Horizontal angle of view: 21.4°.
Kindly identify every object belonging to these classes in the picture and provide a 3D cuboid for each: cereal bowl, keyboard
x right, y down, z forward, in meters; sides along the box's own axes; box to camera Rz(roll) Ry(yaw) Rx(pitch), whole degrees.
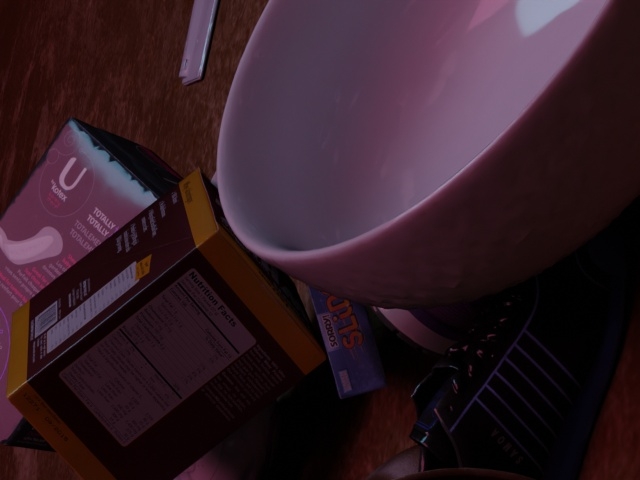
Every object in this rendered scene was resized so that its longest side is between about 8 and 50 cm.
[{"bbox_3d":[0.102,-0.103,0.933,0.339,0.141,0.339,-35,35,30],"label":"cereal bowl"},{"bbox_3d":[-0.121,-0.304,1.930,0.072,0.014,0.256,0,78,65],"label":"keyboard"}]

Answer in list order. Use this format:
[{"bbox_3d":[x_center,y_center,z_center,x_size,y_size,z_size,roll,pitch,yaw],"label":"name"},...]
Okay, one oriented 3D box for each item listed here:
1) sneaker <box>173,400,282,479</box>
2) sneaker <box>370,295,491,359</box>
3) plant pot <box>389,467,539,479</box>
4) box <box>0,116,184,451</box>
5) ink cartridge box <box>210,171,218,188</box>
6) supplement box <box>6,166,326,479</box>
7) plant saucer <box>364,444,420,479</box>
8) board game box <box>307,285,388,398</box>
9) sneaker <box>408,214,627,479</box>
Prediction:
[{"bbox_3d":[-0.131,0.171,1.446,0.305,0.152,0.114,158,125,-65],"label":"sneaker"},{"bbox_3d":[0.085,-0.058,1.123,0.124,0.107,0.283,-48,36,27],"label":"sneaker"},{"bbox_3d":[0.054,0.253,0.855,0.230,0.215,0.215,112,163,-62],"label":"plant pot"},{"bbox_3d":[-0.223,0.048,1.599,0.165,0.143,0.270,41,101,31],"label":"box"},{"bbox_3d":[-0.003,-0.085,1.302,0.092,0.090,0.143,-41,-15,-50],"label":"ink cartridge box"},{"bbox_3d":[-0.121,0.071,1.289,0.194,0.129,0.191,-38,18,3],"label":"supplement box"},{"bbox_3d":[0.043,0.227,1.110,0.198,0.036,0.198,-167,90,-71],"label":"plant saucer"},{"bbox_3d":[0.000,0.000,1.179,0.136,0.035,0.201,-107,0,-86],"label":"board game box"},{"bbox_3d":[0.104,0.077,0.956,0.081,0.090,0.232,-166,89,-70],"label":"sneaker"}]
